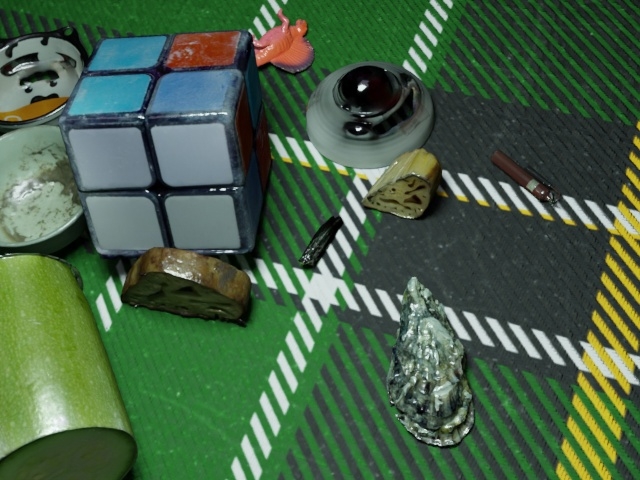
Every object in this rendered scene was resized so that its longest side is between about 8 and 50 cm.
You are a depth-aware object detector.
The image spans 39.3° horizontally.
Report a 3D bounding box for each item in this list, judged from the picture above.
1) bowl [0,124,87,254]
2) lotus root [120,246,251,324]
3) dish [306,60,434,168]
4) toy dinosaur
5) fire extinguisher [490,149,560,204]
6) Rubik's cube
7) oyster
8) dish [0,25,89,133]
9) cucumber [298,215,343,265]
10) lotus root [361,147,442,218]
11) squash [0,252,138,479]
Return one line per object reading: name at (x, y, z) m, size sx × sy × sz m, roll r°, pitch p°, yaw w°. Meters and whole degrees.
bowl at (-0.563, -0.074, 1.787) m, size 0.289 × 0.146 × 0.289 m, roll -3°, pitch 57°, yaw 5°
lotus root at (-0.255, 0.078, 1.636) m, size 0.260 × 0.170 × 0.075 m, roll 10°, pitch 61°, yaw 9°
dish at (0.098, -0.292, 1.848) m, size 0.273 × 0.134 × 0.273 m, roll -3°, pitch 57°, yaw 5°
toy dinosaur at (-0.103, -0.404, 1.999) m, size 0.139 × 0.070 × 0.286 m, roll 39°, pitch 60°, yaw 4°
fire extinguisher at (0.407, -0.121, 1.751) m, size 0.049 × 0.035 × 0.173 m, roll -7°, pitch 44°, yaw -45°
Rubik's cube at (-0.274, -0.182, 1.678) m, size 0.316 × 0.313 × 0.318 m, roll -2°, pitch 39°, yaw 5°
oyster at (0.194, 0.215, 1.537) m, size 0.199 × 0.087 × 0.252 m, roll 22°, pitch 74°, yaw 21°
dish at (-0.625, -0.327, 1.981) m, size 0.302 × 0.120 × 0.303 m, roll -4°, pitch 56°, yaw 6°
cucumber at (0.000, -0.001, 1.724) m, size 0.033 × 0.034 × 0.135 m, roll 18°, pitch 60°, yaw 25°
lotus root at (0.177, -0.110, 1.746) m, size 0.159 × 0.095 × 0.135 m, roll -13°, pitch 35°, yaw 51°
squash at (-0.482, 0.227, 1.504) m, size 0.263 × 0.263 × 0.384 m, roll -23°, pitch 55°, yaw -8°
